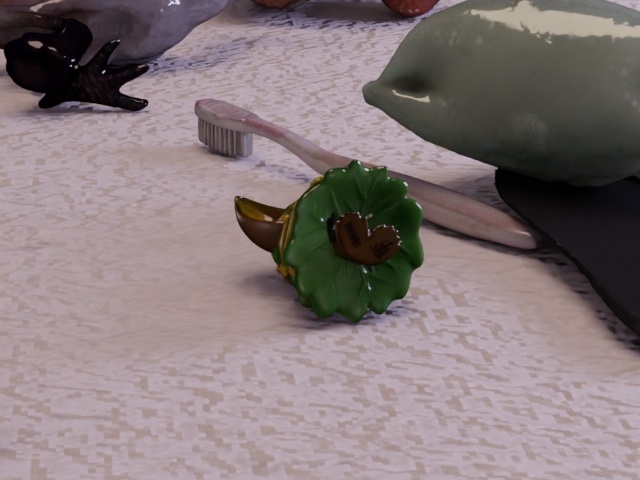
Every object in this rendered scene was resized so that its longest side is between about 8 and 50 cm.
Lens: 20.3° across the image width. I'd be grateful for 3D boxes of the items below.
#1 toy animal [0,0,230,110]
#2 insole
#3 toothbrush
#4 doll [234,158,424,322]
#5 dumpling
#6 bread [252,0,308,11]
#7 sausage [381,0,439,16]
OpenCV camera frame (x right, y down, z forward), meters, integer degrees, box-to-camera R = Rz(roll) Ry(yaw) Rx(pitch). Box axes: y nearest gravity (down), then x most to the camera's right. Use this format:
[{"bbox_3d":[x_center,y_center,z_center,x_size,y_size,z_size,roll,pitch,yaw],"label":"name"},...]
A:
[{"bbox_3d":[-0.142,-0.178,1.385,0.195,0.090,0.324,18,35,30],"label":"toy animal"},{"bbox_3d":[0.161,-0.001,0.964,0.110,0.012,0.309,6,18,-13],"label":"insole"},{"bbox_3d":[0.019,-0.037,1.075,0.025,0.029,0.307,-16,27,-37],"label":"toothbrush"},{"bbox_3d":[-0.001,0.010,0.912,0.078,0.077,0.113,18,-19,-22],"label":"doll"},{"bbox_3d":[0.135,-0.077,1.034,0.216,0.149,0.105,3,61,7],"label":"dumpling"},{"bbox_3d":[-0.004,-0.287,1.600,0.190,0.123,0.244,-30,6,7],"label":"bread"},{"bbox_3d":[0.083,-0.227,1.557,0.054,0.059,0.094,7,22,13],"label":"sausage"}]
